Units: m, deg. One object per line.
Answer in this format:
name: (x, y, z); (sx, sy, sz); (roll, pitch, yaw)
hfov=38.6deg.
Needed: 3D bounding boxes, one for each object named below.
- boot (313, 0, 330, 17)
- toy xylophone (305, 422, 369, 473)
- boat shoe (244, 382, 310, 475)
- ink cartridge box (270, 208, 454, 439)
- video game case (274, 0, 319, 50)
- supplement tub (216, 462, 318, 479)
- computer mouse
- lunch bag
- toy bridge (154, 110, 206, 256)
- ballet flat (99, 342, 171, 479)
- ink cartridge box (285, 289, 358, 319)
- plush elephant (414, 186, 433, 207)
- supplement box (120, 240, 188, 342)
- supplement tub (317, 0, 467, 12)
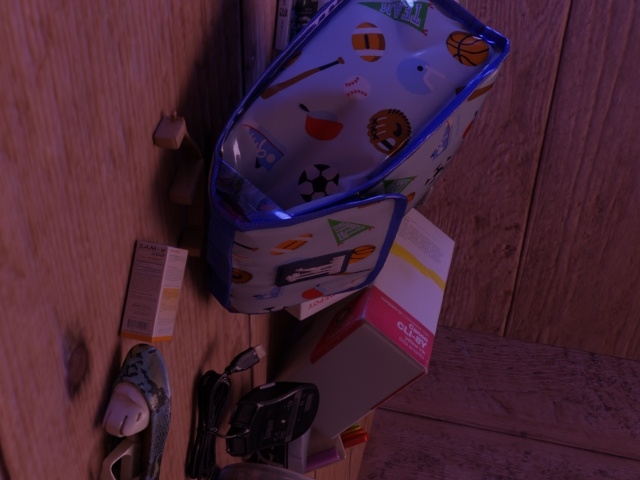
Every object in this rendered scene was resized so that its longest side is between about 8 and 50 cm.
boot: (0.074, -0.245, 1.388); (0.262, 0.204, 0.095); (107, -20, -49)
toy xylophone: (0.025, 0.374, 1.821); (0.323, 0.236, 0.081); (-8, 78, -76)
boat shoe: (-0.071, 0.329, 1.534); (0.306, 0.105, 0.113); (96, 5, -56)
ink cartridge box: (0.086, 0.136, 1.713); (0.279, 0.160, 0.384); (-43, -165, 36)
video game case: (-0.028, -0.374, 1.354); (0.190, 0.022, 0.173); (-51, 148, -72)
supplement tub: (-0.093, 0.497, 1.313); (0.193, 0.194, 0.316); (80, 21, -61)
computer mouse: (-0.095, 0.220, 1.297); (0.262, 0.060, 0.184); (-15, 119, -50)
lunch bag: (0.016, -0.090, 1.106); (0.385, 0.239, 0.328); (-45, 169, -20)
toy bridge: (-0.144, -0.067, 0.988); (0.188, 0.026, 0.063); (88, 13, -48)
ballet flat: (-0.188, 0.197, 0.905); (0.070, 0.070, 0.188); (-44, 139, -73)
ink cartridge box: (0.000, 0.000, 1.467); (0.154, 0.093, 0.212); (-24, 135, -33)
plush elephant: (0.112, -0.172, 1.655); (0.330, 0.272, 0.255); (-22, 111, -48)
supplement box: (-0.169, 0.052, 0.931); (0.062, 0.036, 0.098); (26, 74, -79)
supplement tub: (0.131, -0.413, 1.580); (0.325, 0.235, 0.235); (-46, 144, -72)
